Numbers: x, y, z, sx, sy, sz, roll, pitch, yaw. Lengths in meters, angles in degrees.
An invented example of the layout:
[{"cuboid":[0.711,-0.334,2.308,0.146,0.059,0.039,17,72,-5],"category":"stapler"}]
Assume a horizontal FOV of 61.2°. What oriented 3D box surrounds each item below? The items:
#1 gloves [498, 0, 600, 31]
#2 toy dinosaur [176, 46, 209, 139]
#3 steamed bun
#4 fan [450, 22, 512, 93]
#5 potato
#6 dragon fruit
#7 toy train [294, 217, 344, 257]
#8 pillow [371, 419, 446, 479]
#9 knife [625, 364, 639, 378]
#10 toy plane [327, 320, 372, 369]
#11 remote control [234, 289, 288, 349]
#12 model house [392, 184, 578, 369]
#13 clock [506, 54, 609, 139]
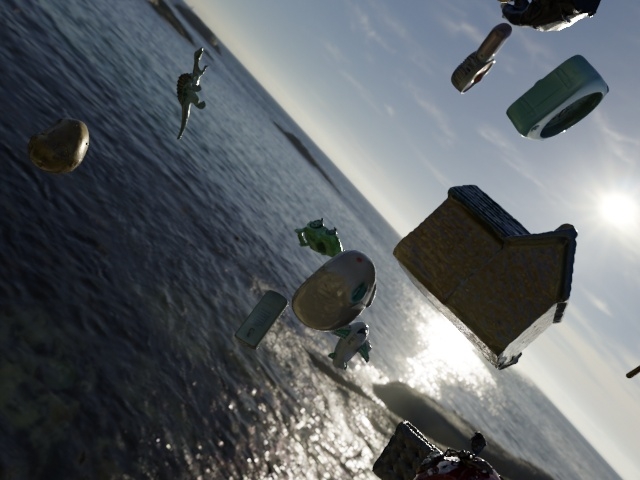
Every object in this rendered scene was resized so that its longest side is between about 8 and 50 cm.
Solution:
[{"cuboid":[0.611,-0.664,1.503,0.197,0.152,0.301,7,25,-26],"category":"gloves"},{"cuboid":[-0.294,-0.328,1.195,0.044,0.187,0.106,-2,45,-44],"category":"toy dinosaur"},{"cuboid":[0.045,0.129,1.292,0.131,0.228,0.177,50,10,22],"category":"steamed bun"},{"cuboid":[0.463,-0.519,1.547,0.074,0.130,0.244,49,-26,8],"category":"fan"},{"cuboid":[-0.681,-0.249,1.429,0.137,0.176,0.137,20,-39,17],"category":"potato"},{"cuboid":[0.321,0.598,1.191,0.291,0.250,0.269,28,38,-44],"category":"dragon fruit"},{"cuboid":[0.000,0.000,1.577,0.149,0.081,0.099,35,-30,48],"category":"toy train"},{"cuboid":[0.338,0.806,1.852,0.326,0.228,0.101,33,2,41],"category":"pillow"},{"cuboid":[0.765,0.238,1.188,0.046,0.256,0.022,-2,52,-21],"category":"knife"},{"cuboid":[0.096,0.335,1.736,0.174,0.174,0.080,45,-17,-21],"category":"toy plane"},{"cuboid":[-0.217,0.292,2.016,0.098,0.233,0.038,27,-31,15],"category":"remote control"},{"cuboid":[0.434,0.066,1.348,0.382,0.342,0.334,47,1,27],"category":"model house"},{"cuboid":[0.627,-0.359,1.419,0.274,0.223,0.094,-3,60,-53],"category":"clock"}]
